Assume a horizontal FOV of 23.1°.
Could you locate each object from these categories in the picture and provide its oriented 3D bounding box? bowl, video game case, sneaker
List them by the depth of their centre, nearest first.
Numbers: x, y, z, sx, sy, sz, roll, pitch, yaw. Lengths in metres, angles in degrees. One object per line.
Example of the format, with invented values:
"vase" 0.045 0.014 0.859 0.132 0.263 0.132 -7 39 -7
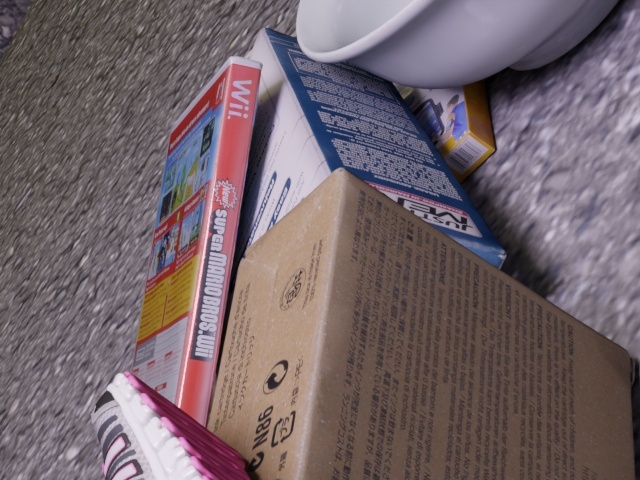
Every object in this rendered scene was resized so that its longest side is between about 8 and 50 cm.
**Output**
"sneaker" -0.064 0.107 0.592 0.075 0.063 0.170 -51 27 0
"bowl" 0.126 -0.210 1.059 0.298 0.134 0.298 -44 25 27
"video game case" -0.094 0.037 1.068 0.204 0.025 0.285 150 129 -71

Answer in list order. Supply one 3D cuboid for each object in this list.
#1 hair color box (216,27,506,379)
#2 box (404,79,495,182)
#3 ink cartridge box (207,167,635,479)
"hair color box" 0.000 0.000 1.025 0.347 0.105 0.174 -111 40 -64
"box" 0.083 -0.082 1.118 0.081 0.028 0.136 -45 26 27
"ink cartridge box" 0.047 0.111 0.700 0.088 0.193 0.235 -40 27 36
